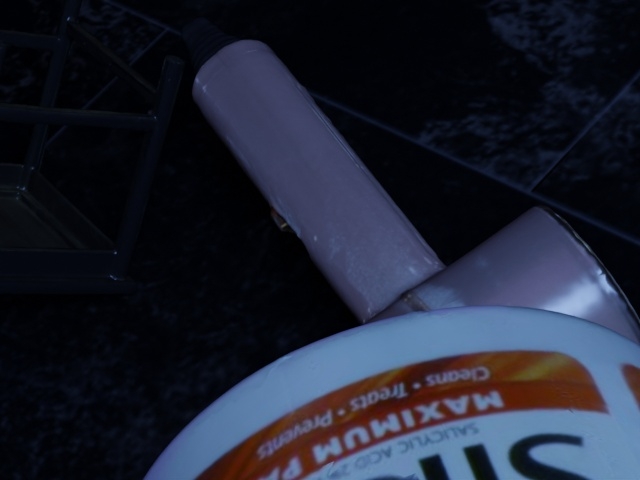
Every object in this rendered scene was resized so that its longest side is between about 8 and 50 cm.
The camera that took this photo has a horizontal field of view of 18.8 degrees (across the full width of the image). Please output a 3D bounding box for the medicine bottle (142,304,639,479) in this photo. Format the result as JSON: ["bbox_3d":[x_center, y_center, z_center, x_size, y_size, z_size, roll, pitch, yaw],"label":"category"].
[{"bbox_3d":[0.063,0.187,0.710,0.253,0.252,0.241,-26,43,4],"label":"medicine bottle"}]

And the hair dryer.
[{"bbox_3d":[0.000,0.000,0.995,0.189,0.106,0.344,-35,53,-3],"label":"hair dryer"}]

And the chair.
[{"bbox_3d":[-0.196,-0.013,1.133,0.154,0.141,0.260,40,119,46],"label":"chair"}]
